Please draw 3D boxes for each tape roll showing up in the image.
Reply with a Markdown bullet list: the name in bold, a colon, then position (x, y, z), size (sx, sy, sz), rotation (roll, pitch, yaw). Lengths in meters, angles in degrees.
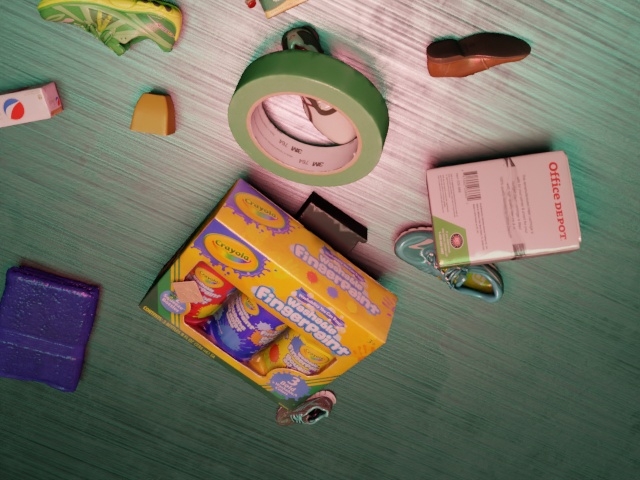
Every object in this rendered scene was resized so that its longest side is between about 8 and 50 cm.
- **tape roll**: position (-0.025, -0.238, 1.526), size (0.322, 0.077, 0.321), rotation (11, 147, 8)

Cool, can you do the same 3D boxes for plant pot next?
- **plant pot**: position (-0.357, -0.275, 1.624), size (0.082, 0.081, 0.083), rotation (10, 103, 0)

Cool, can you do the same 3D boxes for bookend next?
- **bookend**: position (0.000, 0.000, 1.716), size (0.157, 0.072, 0.156), rotation (33, 112, -10)

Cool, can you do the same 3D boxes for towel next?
- **towel**: position (-0.684, 0.218, 1.866), size (0.228, 0.076, 0.308), rotation (16, 113, -10)

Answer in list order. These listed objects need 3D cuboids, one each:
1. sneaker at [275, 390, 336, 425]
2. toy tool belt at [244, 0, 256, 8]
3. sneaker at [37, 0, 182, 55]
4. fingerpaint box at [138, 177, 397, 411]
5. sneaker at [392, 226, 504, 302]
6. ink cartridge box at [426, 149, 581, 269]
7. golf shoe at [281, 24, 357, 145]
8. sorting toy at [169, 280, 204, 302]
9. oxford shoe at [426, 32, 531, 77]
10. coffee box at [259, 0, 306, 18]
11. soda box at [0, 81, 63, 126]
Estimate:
- **sneaker**: position (-0.042, 0.435, 1.902), size (0.167, 0.076, 0.065), rotation (-26, 108, 14)
- **toy tool belt**: position (-0.124, -0.504, 1.484), size (0.083, 0.052, 0.051), rotation (-40, 72, 18)
- **sneaker**: position (-0.435, -0.442, 1.540), size (0.296, 0.109, 0.123), rotation (8, 109, 0)
- **fingerpaint box**: position (-0.121, 0.139, 1.680), size (0.445, 0.163, 0.371), rotation (38, 129, -12)
- **sneaker**: position (0.295, 0.056, 1.698), size (0.275, 0.110, 0.107), rotation (24, 113, -5)
- **ink cartridge box**: position (0.380, -0.059, 1.593), size (0.289, 0.121, 0.211), rotation (-7, 82, 7)
- **golf shoe**: position (-0.005, -0.308, 1.562), size (0.105, 0.120, 0.272), rotation (-26, 110, 13)
- **sorting toy**: position (-0.293, 0.110, 1.608), size (0.083, 0.012, 0.062), rotation (-5, 127, 21)
- **oxford shoe**: position (0.322, -0.374, 1.546), size (0.213, 0.076, 0.076), rotation (-4, 143, 4)
- **coffee box**: position (-0.094, -0.551, 1.505), size (0.113, 0.040, 0.184), rotation (-20, 110, 12)
- **soda box**: position (-0.683, -0.289, 1.642), size (0.216, 0.074, 0.069), rotation (-9, 112, 8)
